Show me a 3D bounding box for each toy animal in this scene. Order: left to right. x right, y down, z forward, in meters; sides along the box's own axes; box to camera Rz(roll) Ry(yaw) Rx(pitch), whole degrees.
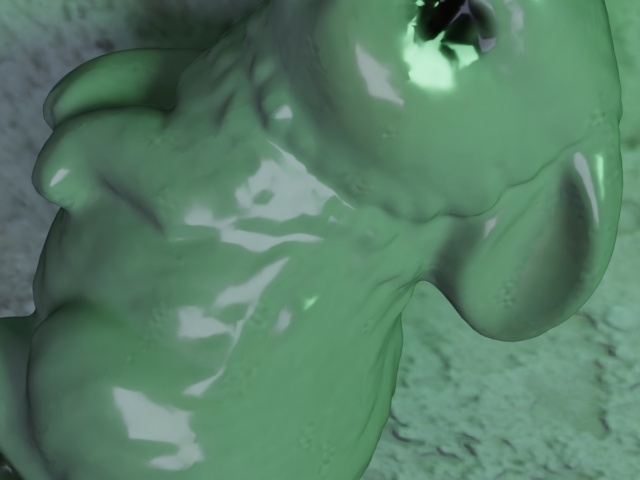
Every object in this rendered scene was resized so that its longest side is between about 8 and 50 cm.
[{"bbox_3d":[0.000,0.000,0.660,0.258,0.194,0.357,43,125,-7],"label":"toy animal"}]
